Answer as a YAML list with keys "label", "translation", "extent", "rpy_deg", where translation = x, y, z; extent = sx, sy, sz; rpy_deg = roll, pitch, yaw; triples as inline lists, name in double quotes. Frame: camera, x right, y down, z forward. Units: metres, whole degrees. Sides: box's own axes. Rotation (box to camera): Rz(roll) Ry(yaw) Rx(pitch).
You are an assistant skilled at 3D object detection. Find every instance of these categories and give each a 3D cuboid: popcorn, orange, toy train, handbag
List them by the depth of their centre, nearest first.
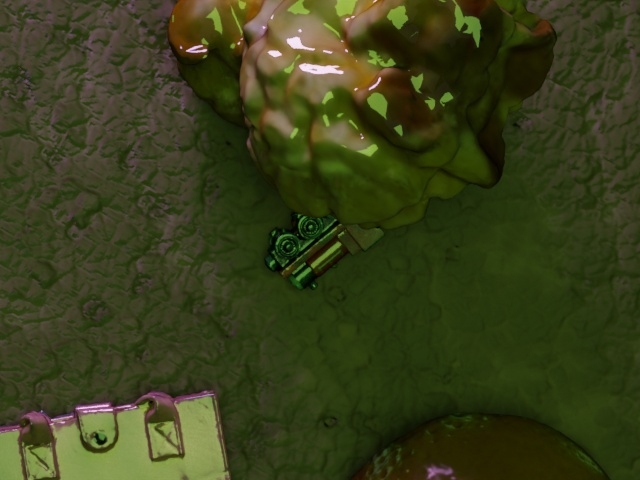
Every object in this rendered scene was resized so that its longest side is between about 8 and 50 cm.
- label: "popcorn"
  translation: [0.032, -0.138, 1.624]
  extent: [0.332, 0.225, 0.265]
  rpy_deg: [2, 79, 16]
- label: "orange"
  translation: [0.151, 0.318, 1.671]
  extent: [0.262, 0.196, 0.335]
  rpy_deg: [10, 83, -19]
- label: "handbag"
  translation: [-0.184, 0.215, 1.680]
  extent: [0.212, 0.059, 0.157]
  rpy_deg: [-9, 93, -4]
- label: "toy train"
  translation: [0.000, 0.000, 1.703]
  extent: [0.103, 0.044, 0.064]
  rpy_deg: [-39, 105, -4]
